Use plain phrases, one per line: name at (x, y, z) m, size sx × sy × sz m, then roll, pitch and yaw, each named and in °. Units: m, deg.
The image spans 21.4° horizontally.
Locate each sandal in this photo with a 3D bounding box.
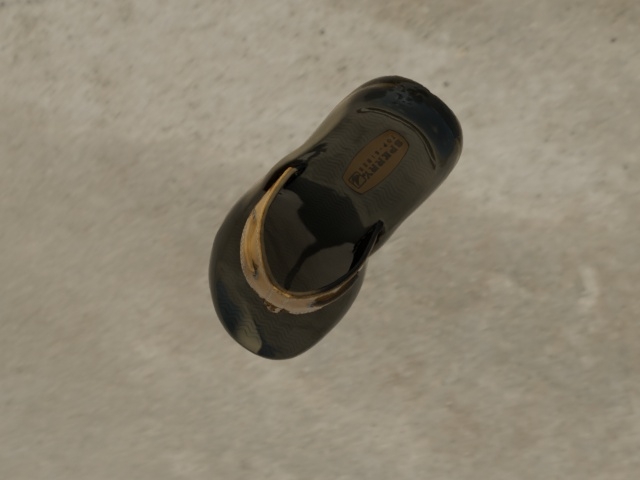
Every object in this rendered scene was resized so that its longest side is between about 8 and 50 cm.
sandal at (0.000, 0.000, 0.905) m, size 0.090 × 0.219 × 0.060 m, roll 36°, pitch 44°, yaw -9°
